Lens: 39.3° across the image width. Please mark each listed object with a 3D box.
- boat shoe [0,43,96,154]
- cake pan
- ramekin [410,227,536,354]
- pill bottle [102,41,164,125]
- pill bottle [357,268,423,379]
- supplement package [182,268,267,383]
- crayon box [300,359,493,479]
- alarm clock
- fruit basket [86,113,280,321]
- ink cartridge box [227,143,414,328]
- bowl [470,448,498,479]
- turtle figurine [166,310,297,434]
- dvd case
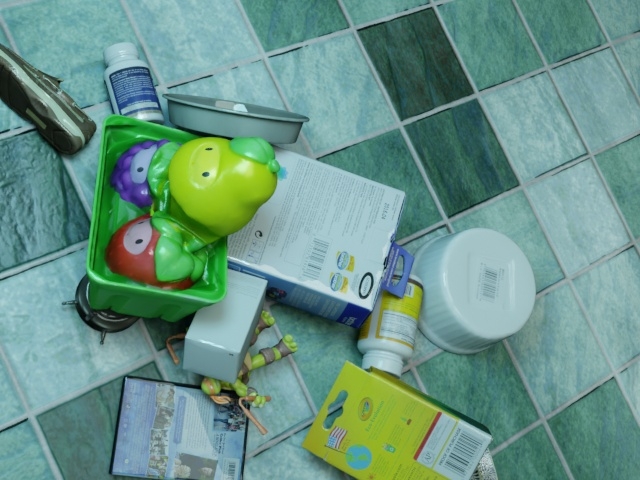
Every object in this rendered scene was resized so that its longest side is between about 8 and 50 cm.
[{"bbox_3d":[-0.534,-0.281,1.709,0.257,0.095,0.095,49,48,-11],"label":"boat shoe"},{"bbox_3d":[-0.169,-0.241,1.769,0.293,0.293,0.054,5,102,-23],"label":"cake pan"},{"bbox_3d":[0.337,0.104,1.967,0.277,0.135,0.277,7,72,-23],"label":"ramekin"},{"bbox_3d":[-0.375,-0.301,1.776,0.094,0.094,0.169,-14,82,-27],"label":"pill bottle"},{"bbox_3d":[0.143,0.175,1.866,0.117,0.117,0.215,19,68,-19],"label":"pill bottle"},{"bbox_3d":[-0.176,0.155,1.663,0.105,0.105,0.179,17,46,2],"label":"supplement package"},{"bbox_3d":[0.148,0.386,1.754,0.318,0.081,0.202,29,94,2],"label":"crayon box"},{"bbox_3d":[-0.377,0.092,1.684,0.129,0.064,0.192,47,59,-6],"label":"alarm clock"},{"bbox_3d":[-0.252,-0.070,1.577,0.283,0.392,0.392,12,70,-23],"label":"fruit basket"},{"bbox_3d":[0.000,0.000,1.783,0.395,0.151,0.270,19,68,-2],"label":"ink cartridge box"},{"bbox_3d":[0.306,0.471,1.862,0.080,0.170,0.170,-21,83,15],"label":"bowl"},{"bbox_3d":[-0.148,0.244,1.721,0.269,0.087,0.217,39,52,22],"label":"turtle figurine"},{"bbox_3d":[-0.258,0.359,1.682,0.253,0.022,0.180,12,70,-21],"label":"dvd case"}]
